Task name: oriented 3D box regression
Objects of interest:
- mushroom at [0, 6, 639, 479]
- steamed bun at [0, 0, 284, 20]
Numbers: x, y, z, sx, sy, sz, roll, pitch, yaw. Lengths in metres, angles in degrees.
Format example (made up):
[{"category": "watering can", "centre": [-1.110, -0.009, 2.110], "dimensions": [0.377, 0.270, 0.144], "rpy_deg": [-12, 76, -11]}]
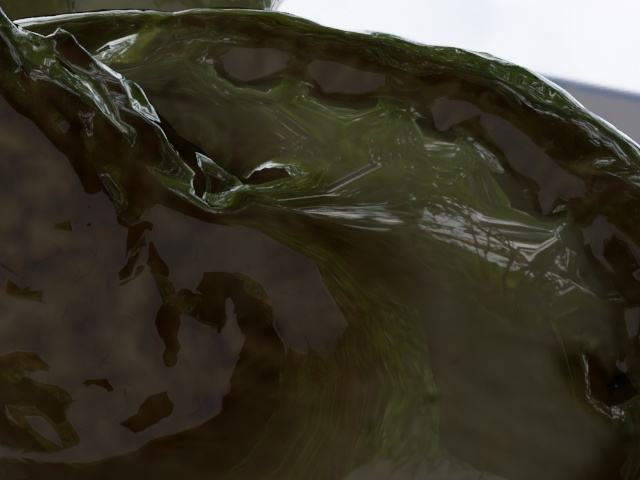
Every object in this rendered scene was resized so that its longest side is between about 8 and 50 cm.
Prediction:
[{"category": "mushroom", "centre": [-0.042, 0.055, 0.494], "dimensions": [0.345, 0.345, 0.260], "rpy_deg": [-30, -35, -19]}, {"category": "steamed bun", "centre": [-0.119, -0.132, 0.828], "dimensions": [0.231, 0.212, 0.110], "rpy_deg": [-68, -30, -44]}]
